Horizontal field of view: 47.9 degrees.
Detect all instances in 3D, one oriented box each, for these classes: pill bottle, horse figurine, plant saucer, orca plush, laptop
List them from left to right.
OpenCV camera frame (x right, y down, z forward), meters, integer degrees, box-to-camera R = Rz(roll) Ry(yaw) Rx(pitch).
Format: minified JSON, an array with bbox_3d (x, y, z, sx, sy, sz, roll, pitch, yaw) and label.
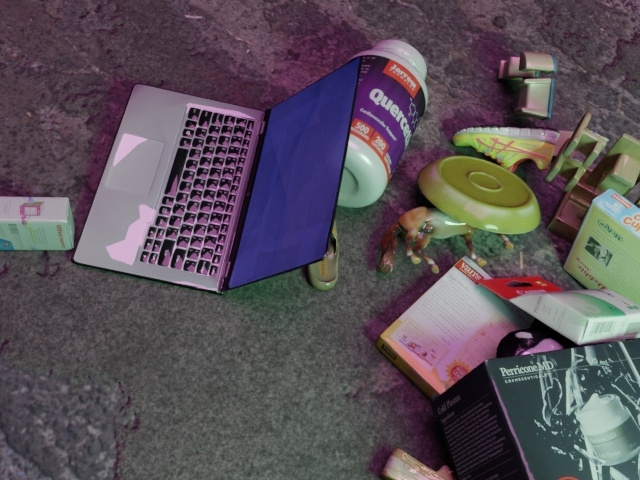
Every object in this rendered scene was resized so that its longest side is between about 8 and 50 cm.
[{"bbox_3d":[-0.173,-0.133,1.200,0.407,0.236,0.382,12,63,-3],"label":"laptop"},{"bbox_3d":[0.088,-0.229,1.351,0.181,0.182,0.323,25,59,5],"label":"pill bottle"},{"bbox_3d":[0.219,-0.013,1.300,0.263,0.066,0.175,-10,38,-6],"label":"horse figurine"},{"bbox_3d":[0.300,-0.096,1.337,0.240,0.037,0.241,12,34,-8],"label":"plant saucer"},{"bbox_3d":[0.403,0.159,1.197,0.287,0.151,0.102,-5,61,-15],"label":"orca plush"}]

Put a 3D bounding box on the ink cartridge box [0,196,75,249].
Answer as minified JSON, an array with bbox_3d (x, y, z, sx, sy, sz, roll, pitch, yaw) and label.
[{"bbox_3d":[-0.472,-0.027,1.186,0.122,0.089,0.052,1,57,-10],"label":"ink cartridge box"}]

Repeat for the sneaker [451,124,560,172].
[{"bbox_3d":[0.357,-0.179,1.416,0.208,0.094,0.081,8,14,28],"label":"sneaker"}]

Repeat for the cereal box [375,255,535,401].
[{"bbox_3d":[0.235,0.156,1.228,0.240,0.047,0.173,-38,71,-28],"label":"cereal box"}]

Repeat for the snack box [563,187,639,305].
[{"bbox_3d":[0.571,0.079,1.216,0.060,0.187,0.322,-28,56,-23],"label":"snack box"}]

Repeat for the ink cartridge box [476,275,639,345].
[{"bbox_3d":[0.402,0.093,1.199,0.180,0.056,0.224,0,26,-36],"label":"ink cartridge box"}]

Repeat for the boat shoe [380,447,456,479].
[{"bbox_3d":[0.178,0.365,1.086,0.170,0.063,0.059,24,64,5],"label":"boat shoe"}]

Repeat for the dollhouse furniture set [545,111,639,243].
[{"bbox_3d":[0.536,-0.116,1.329,0.212,0.242,0.161,31,59,8],"label":"dollhouse furniture set"}]

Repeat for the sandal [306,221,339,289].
[{"bbox_3d":[0.000,0.000,1.277,0.072,0.049,0.180,-2,60,-11],"label":"sandal"}]

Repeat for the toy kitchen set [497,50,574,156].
[{"bbox_3d":[0.451,-0.282,1.519,0.122,0.166,0.207,4,96,-7],"label":"toy kitchen set"}]

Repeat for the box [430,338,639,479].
[{"bbox_3d":[0.384,0.329,1.045,0.343,0.179,0.313,-3,59,-24],"label":"box"}]
